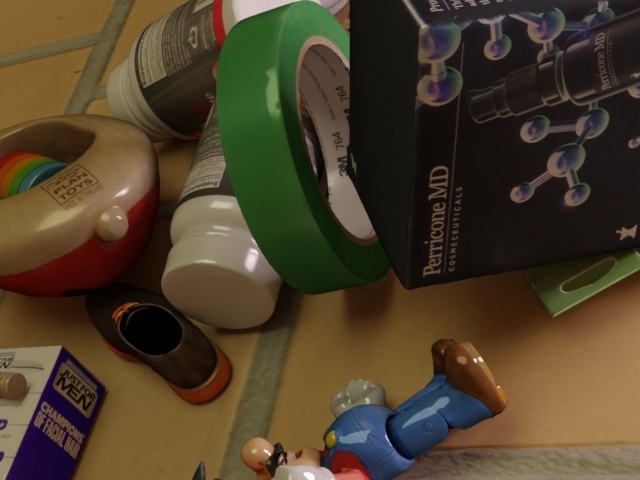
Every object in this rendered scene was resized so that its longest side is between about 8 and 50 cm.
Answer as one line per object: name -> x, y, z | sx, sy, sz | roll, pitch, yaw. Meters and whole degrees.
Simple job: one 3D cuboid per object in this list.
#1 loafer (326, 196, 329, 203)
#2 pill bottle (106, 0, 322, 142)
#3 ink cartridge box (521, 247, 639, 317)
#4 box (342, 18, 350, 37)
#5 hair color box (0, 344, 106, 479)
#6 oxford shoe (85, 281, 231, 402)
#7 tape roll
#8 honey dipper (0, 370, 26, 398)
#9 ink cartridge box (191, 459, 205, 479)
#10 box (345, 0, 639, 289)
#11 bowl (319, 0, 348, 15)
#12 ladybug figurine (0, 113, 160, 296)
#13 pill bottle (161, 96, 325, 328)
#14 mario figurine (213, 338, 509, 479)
loafer -> 0.000, 0.000, 1.446 | 0.039, 0.045, 0.125 | -18, 47, 28
pill bottle -> -0.150, -0.240, 1.625 | 0.318, 0.176, 0.176 | -18, 42, 44
ink cartridge box -> 0.259, 0.002, 1.262 | 0.109, 0.062, 0.209 | -29, 43, 6
box -> 0.079, -0.184, 1.517 | 0.201, 0.021, 0.165 | 26, 102, 43
hair color box -> -0.401, 0.292, 1.390 | 0.185, 0.110, 0.339 | -6, 51, 30
oxford shoe -> -0.215, 0.097, 1.450 | 0.271, 0.098, 0.097 | 24, 69, 44
tape roll -> -0.006, -0.103, 1.333 | 0.077, 0.321, 0.321 | -14, 46, 22
honey dipper -> -0.411, 0.166, 1.411 | 0.160, 0.030, 0.030 | 1, 53, 37
ink cartridge box -> -0.153, 0.379, 1.108 | 0.311, 0.065, 0.186 | -95, 23, -45
box -> 0.239, -0.157, 1.145 | 0.395, 0.294, 0.212 | -10, 41, -11
bowl -> -0.036, -0.411, 1.770 | 0.297, 0.134, 0.298 | -18, 45, 19
ladybug figurine -> -0.359, -0.040, 1.582 | 0.305, 0.162, 0.449 | -34, 28, -20
pill bottle -> -0.089, -0.045, 1.454 | 0.161, 0.161, 0.283 | -8, 49, 27
mario figurine -> 0.014, 0.195, 1.156 | 0.320, 0.198, 0.170 | -36, 55, -7
